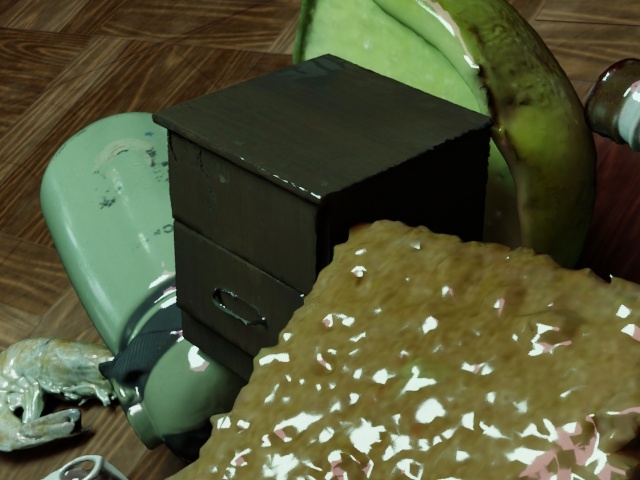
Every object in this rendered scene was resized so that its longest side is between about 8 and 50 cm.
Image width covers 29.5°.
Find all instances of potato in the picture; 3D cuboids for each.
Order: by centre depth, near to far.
[{"bbox_3d":[0.125,-0.069,0.993,0.213,0.330,0.280,-24,52,-36],"label":"potato"}]

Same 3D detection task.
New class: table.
[{"bbox_3d":[0.000,0.000,0.863,0.172,0.193,0.169,-25,39,-36],"label":"table"}]

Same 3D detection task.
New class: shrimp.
[{"bbox_3d":[-0.239,0.146,1.136,0.223,0.047,0.126,-1,51,30],"label":"shrimp"}]

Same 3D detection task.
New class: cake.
[{"bbox_3d":[0.100,0.173,0.689,0.282,0.290,0.255,16,57,44],"label":"cake"}]

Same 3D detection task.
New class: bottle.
[{"bbox_3d":[-0.130,0.042,1.069,0.168,0.168,0.347,-32,47,1],"label":"bottle"}]

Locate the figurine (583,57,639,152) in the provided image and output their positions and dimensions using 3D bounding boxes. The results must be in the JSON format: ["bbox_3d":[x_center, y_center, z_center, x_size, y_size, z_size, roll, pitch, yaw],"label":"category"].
[{"bbox_3d":[0.315,0.011,0.772,0.281,0.167,0.370,-13,50,-25],"label":"figurine"}]

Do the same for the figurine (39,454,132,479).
[{"bbox_3d":[-0.148,0.272,0.890,0.175,0.116,0.240,-33,45,3],"label":"figurine"}]
